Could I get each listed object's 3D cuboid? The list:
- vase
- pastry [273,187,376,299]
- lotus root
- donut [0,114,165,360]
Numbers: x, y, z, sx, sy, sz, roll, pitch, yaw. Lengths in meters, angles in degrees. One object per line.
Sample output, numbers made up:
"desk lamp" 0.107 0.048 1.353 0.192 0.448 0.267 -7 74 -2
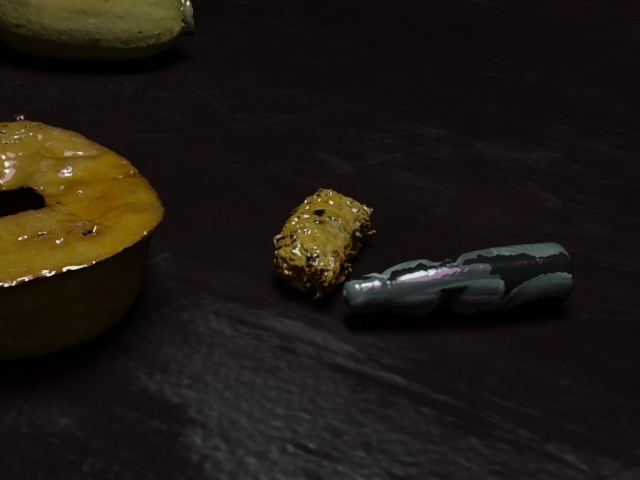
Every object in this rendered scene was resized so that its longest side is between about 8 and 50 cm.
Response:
"vase" 0.122 0.039 0.969 0.212 0.059 0.060 -5 36 -15
"pastry" 0.000 0.000 1.019 0.080 0.056 0.140 24 31 13
"lotus root" -0.307 -0.296 1.330 0.303 0.131 0.146 8 78 0
"donut" -0.272 -0.002 0.936 0.278 0.108 0.277 3 34 -2
